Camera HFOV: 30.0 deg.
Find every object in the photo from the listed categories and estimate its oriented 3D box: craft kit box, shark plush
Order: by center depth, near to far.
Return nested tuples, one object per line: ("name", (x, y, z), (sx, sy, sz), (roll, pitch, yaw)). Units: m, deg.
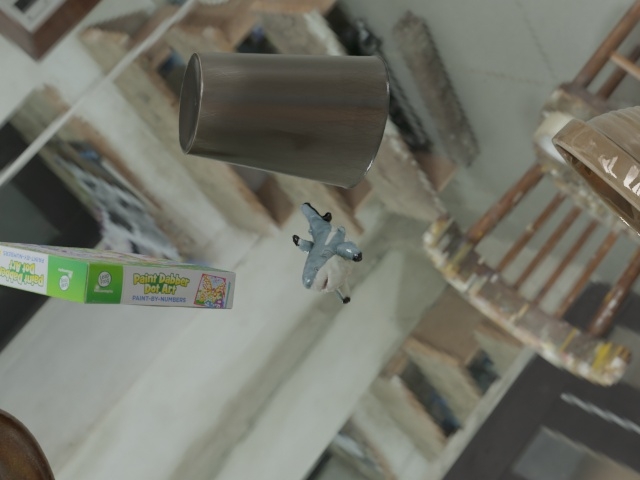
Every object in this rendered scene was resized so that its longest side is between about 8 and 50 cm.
("shark plush", (0.000, 0.000, 1.382), (0.067, 0.161, 0.073), (3, 138, -16))
("craft kit box", (-0.284, 0.045, 1.560), (0.250, 0.060, 0.247), (8, -176, 41))

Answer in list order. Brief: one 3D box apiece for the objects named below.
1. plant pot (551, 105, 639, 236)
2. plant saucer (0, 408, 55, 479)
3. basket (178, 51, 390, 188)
("plant pot", (0.335, -0.048, 1.097), (0.237, 0.110, 0.237), (44, -174, -6))
("plant saucer", (-0.263, 0.226, 0.901), (0.036, 0.198, 0.198), (-11, 141, 19))
("basket", (-0.054, -0.160, 1.495), (0.227, 0.154, 0.204), (5, 149, -19))
